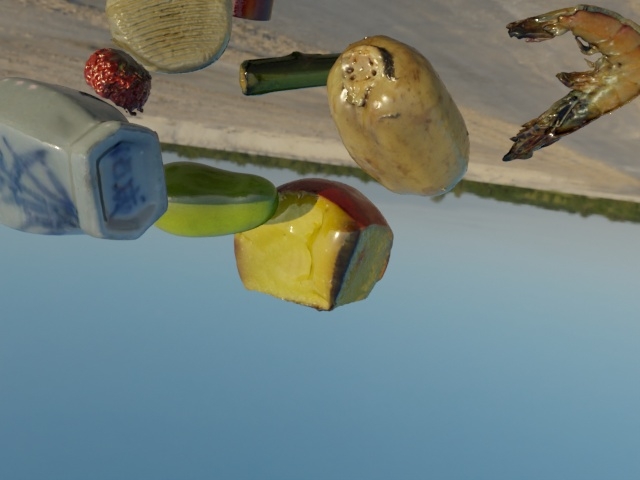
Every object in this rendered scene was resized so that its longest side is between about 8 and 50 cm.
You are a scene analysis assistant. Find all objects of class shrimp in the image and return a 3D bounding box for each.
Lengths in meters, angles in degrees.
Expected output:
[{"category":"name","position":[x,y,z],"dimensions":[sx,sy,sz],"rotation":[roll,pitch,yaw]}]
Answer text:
[{"category":"shrimp","position":[0.220,-0.154,0.661],"dimensions":[0.148,0.035,0.195],"rotation":[26,141,-25]}]

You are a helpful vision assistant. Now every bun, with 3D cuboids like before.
[{"category":"bun","position":[-0.218,-0.319,0.964],"dimensions":[0.173,0.166,0.113],"rotation":[14,-176,-20]}]

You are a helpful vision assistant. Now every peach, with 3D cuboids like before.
[{"category":"peach","position":[0.000,0.000,1.560],"dimensions":[0.381,0.306,0.242],"rotation":[7,-160,43]}]

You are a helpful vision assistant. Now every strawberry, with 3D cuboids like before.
[{"category":"strawberry","position":[-0.403,-0.330,1.360],"dimensions":[0.145,0.086,0.145],"rotation":[38,-163,-14]}]

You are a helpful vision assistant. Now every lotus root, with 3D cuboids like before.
[{"category":"lotus root","position":[0.110,-0.148,0.901],"dimensions":[0.160,0.146,0.284],"rotation":[39,178,40]}]

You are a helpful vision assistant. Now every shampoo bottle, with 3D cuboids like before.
[{"category":"shampoo bottle","position":[-0.127,-0.587,1.367],"dimensions":[0.102,0.260,0.064],"rotation":[-2,-150,-29]}]

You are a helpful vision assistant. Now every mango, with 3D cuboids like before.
[{"category":"mango","position":[-0.226,-0.082,1.368],"dimensions":[0.293,0.142,0.175],"rotation":[1,147,11]}]

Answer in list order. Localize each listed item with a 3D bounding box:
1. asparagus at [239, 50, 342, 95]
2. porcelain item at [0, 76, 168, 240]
[{"category":"asparagus","position":[-0.013,-0.297,1.180],"dimensions":[0.278,0.067,0.060],"rotation":[-11,-176,-27]},{"category":"porcelain item","position":[-0.423,-0.129,1.044],"dimensions":[0.405,0.242,0.178],"rotation":[17,-149,32]}]
